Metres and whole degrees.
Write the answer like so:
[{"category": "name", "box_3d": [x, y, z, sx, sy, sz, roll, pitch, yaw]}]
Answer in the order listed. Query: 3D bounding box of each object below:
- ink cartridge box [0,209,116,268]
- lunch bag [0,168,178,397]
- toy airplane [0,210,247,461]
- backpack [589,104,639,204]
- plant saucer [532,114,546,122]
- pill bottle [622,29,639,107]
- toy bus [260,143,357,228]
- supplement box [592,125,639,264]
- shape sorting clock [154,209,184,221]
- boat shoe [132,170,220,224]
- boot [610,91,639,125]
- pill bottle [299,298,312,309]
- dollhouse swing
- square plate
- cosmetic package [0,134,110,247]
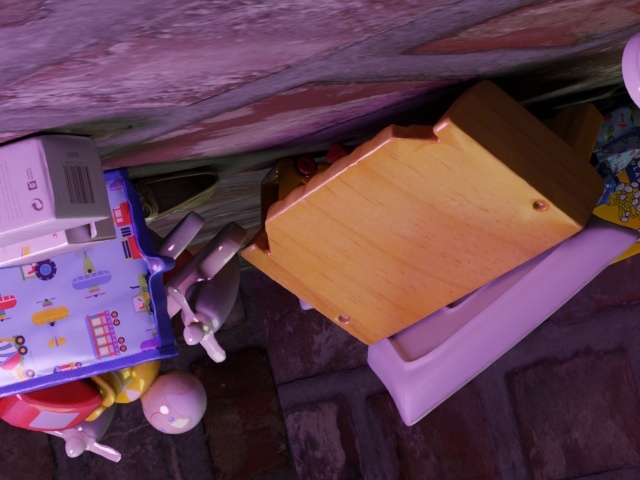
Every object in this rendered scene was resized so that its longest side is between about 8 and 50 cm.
[{"category": "ink cartridge box", "box_3d": [-0.284, -0.029, 1.662, 0.143, 0.092, 0.090, -15, 177, 27]}, {"category": "lunch bag", "box_3d": [-0.305, 0.053, 1.856, 0.293, 0.221, 0.138, -15, 177, 20]}, {"category": "toy airplane", "box_3d": [-0.242, 0.135, 2.162, 0.384, 0.272, 0.386, -40, 175, -7]}, {"category": "backpack", "box_3d": [0.367, -0.108, 2.231, 0.173, 0.117, 0.158, -27, 168, -8]}, {"category": "plant saucer", "box_3d": [0.186, -0.130, 2.301, 0.258, 0.047, 0.259, -16, 177, 33]}, {"category": "pill bottle", "box_3d": [0.381, -0.178, 1.408, 0.146, 0.146, 0.264, -12, 176, -30]}, {"category": "toy bus", "box_3d": [0.018, -0.045, 2.163, 0.202, 0.104, 0.191, -10, 160, 26]}, {"category": "supplement box", "box_3d": [0.321, -0.038, 2.421, 0.356, 0.195, 0.194, -22, -171, -5]}, {"category": "shape sorting clock", "box_3d": [-0.239, -0.039, 2.132, 0.206, 0.040, 0.206, -14, 177, -1]}, {"category": "boat shoe", "box_3d": [-0.195, -0.054, 1.975, 0.153, 0.056, 0.048, -13, 168, -31]}, {"category": "boot", "box_3d": [0.511, -0.199, 2.229, 0.190, 0.076, 0.208, 0, 170, 0]}, {"category": "pill bottle", "box_3d": [0.000, 0.000, 2.442, 0.108, 0.193, 0.108, -14, 177, -1]}, {"category": "dollhouse swing", "box_3d": [0.139, -0.092, 1.983, 0.315, 0.305, 0.347, 36, 133, -26]}, {"category": "square plate", "box_3d": [0.202, 0.064, 1.978, 0.344, 0.049, 0.347, -40, -169, 1]}, {"category": "cosmetic package", "box_3d": [-0.328, -0.032, 1.528, 0.231, 0.085, 0.117, -13, 177, 18]}]
